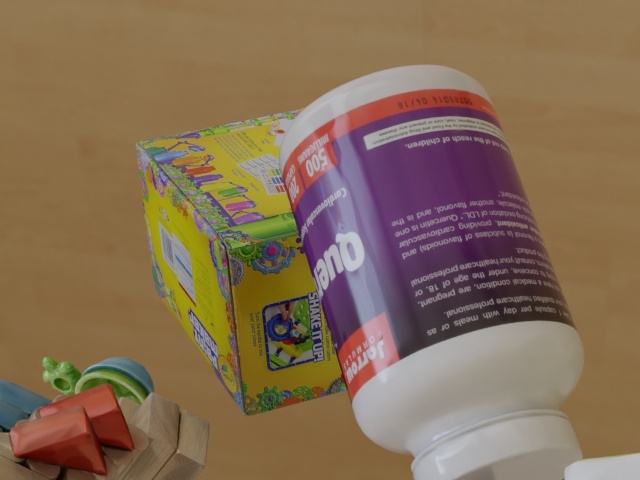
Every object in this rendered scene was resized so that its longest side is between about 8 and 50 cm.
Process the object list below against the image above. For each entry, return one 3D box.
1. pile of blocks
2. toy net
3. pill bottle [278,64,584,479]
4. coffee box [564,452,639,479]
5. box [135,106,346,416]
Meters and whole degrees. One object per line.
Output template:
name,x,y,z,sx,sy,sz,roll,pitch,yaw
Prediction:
pile of blocks,-0.184,0.118,0.893,0.149,0.362,0.112,46,117,14
toy net,-0.151,0.190,1.435,0.122,0.045,0.232,-13,123,30
pill bottle,0.090,0.038,1.285,0.181,0.323,0.181,-14,155,-7
coffee box,0.352,0.299,0.928,0.338,0.334,0.338,-9,157,28
box,0.000,0.000,1.624,0.279,0.290,0.177,-13,116,-17
